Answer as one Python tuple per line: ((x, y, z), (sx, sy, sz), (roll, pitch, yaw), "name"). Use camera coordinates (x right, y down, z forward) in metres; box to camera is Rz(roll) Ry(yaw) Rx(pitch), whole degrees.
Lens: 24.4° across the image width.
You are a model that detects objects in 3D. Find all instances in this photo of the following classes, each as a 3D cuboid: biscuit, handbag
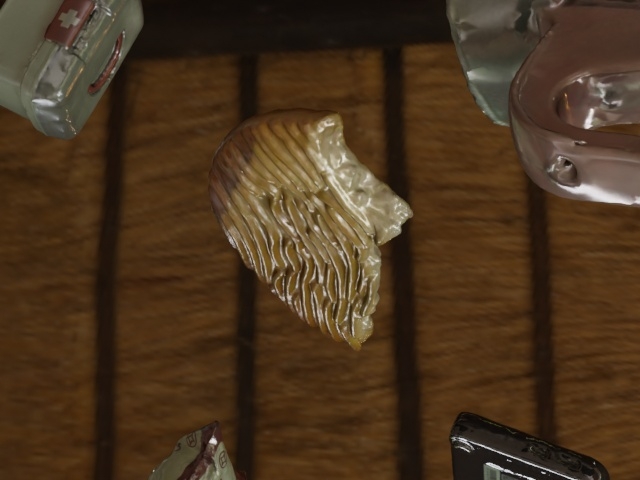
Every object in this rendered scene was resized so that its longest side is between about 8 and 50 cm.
((-0.001, 0.001, 1.021), (0.176, 0.228, 0.031), (5, -132, 43), "biscuit")
((-0.162, 0.303, 1.523), (0.127, 0.213, 0.235), (37, -107, 12), "handbag")

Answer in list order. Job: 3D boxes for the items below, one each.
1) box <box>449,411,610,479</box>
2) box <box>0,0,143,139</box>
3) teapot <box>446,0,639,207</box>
((0.156, 0.184, 1.111), (0.125, 0.126, 0.027), (19, -121, 20), "box")
((-0.312, -0.240, 1.774), (0.129, 0.148, 0.210), (24, -109, 9), "box")
((0.241, -0.115, 0.655), (0.344, 0.253, 0.300), (8, -135, 32), "teapot")
